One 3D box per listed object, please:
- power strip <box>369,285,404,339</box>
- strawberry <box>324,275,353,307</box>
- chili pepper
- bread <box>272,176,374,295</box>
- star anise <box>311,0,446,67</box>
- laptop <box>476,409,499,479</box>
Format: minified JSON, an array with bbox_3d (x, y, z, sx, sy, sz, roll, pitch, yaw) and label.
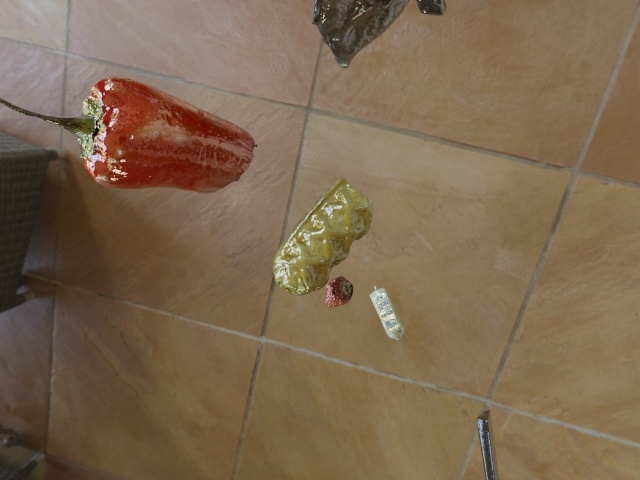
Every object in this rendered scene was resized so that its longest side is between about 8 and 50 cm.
[{"bbox_3d":[0.173,0.184,1.117,0.048,0.191,0.030,-29,127,7],"label":"power strip"},{"bbox_3d":[0.037,0.129,1.024,0.073,0.073,0.083,49,126,-6],"label":"strawberry"},{"bbox_3d":[-0.148,-0.083,0.335,0.086,0.192,0.084,-50,54,26],"label":"chili pepper"},{"bbox_3d":[0.000,0.000,0.911,0.130,0.152,0.267,44,75,-17],"label":"bread"},{"bbox_3d":[0.050,-0.272,0.331,0.111,0.257,0.198,-9,69,-25],"label":"star anise"},{"bbox_3d":[0.260,0.363,0.636,0.016,0.135,0.197,-9,71,22],"label":"laptop"}]
